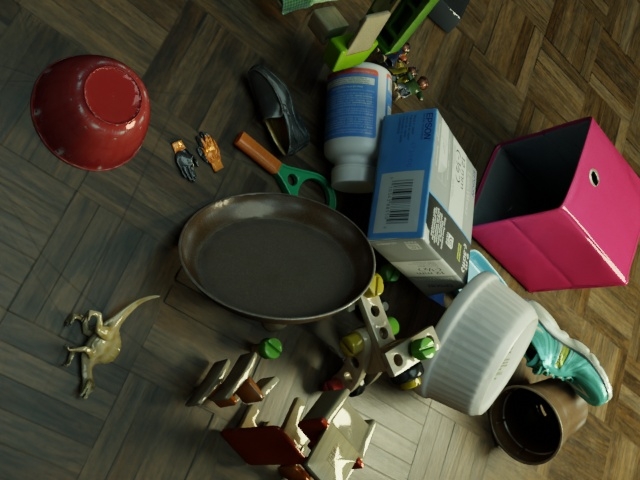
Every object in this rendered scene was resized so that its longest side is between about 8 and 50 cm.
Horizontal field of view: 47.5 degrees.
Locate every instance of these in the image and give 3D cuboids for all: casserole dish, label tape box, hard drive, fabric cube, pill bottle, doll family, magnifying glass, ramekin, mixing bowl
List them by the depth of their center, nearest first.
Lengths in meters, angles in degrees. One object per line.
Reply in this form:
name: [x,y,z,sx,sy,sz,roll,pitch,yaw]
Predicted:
mixing bowl: [-0.324,-0.201,1.076,0.181,0.098,0.181,6,79,-35]
magnifying glass: [-0.061,-0.113,1.304,0.231,0.026,0.092,39,62,-27]
pill bottle: [0.068,-0.206,1.349,0.124,0.124,0.221,11,76,-35]
label tape box: [0.218,-0.047,1.357,0.347,0.115,0.249,38,54,-51]
ramekin: [0.300,0.202,1.365,0.273,0.127,0.273,-44,151,-32]
doll family: [0.150,-0.362,1.466,0.111,0.076,0.193,-24,94,-32]
casserole dish: [0.338,0.105,1.554,0.188,0.037,0.114,47,59,-21]
fabric cube: [0.516,-0.066,1.572,0.258,0.259,0.254,42,60,-24]
hard drive: [0.236,-0.595,1.575,0.255,0.054,0.172,39,62,-25]

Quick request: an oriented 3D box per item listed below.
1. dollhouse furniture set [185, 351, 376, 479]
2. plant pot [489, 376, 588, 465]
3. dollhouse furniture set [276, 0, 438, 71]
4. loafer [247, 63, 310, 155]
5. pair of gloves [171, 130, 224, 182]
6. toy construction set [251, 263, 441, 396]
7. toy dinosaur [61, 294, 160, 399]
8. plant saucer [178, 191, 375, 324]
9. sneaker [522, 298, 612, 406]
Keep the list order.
dollhouse furniture set: [-0.054,0.307,1.097,0.262,0.259,0.135,51,48,-17]
plant pot: [0.475,0.369,1.544,0.165,0.167,0.167,-10,89,-44]
dollhouse furniture set: [0.029,-0.474,1.281,0.197,0.151,0.301,-26,74,-37]
loafer: [-0.079,-0.228,1.276,0.170,0.062,0.061,57,40,-15]
pair of gloves: [-0.203,-0.140,1.209,0.083,0.010,0.074,-28,100,-35]
toy construction set: [0.053,0.139,1.213,0.309,0.237,0.257,11,76,-34]
toy dinosaur: [-0.322,0.136,1.065,0.092,0.053,0.183,45,66,-40]
plant saucer: [-0.069,0.030,1.155,0.310,0.310,0.050,-22,138,-36]
sneaker: [0.480,0.249,1.517,0.275,0.107,0.110,43,57,13]
